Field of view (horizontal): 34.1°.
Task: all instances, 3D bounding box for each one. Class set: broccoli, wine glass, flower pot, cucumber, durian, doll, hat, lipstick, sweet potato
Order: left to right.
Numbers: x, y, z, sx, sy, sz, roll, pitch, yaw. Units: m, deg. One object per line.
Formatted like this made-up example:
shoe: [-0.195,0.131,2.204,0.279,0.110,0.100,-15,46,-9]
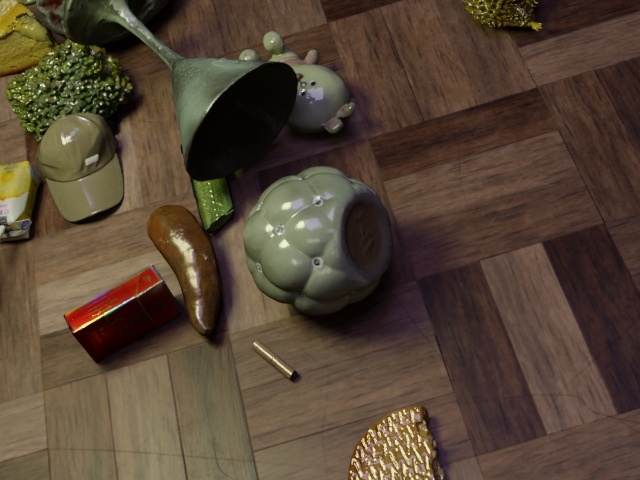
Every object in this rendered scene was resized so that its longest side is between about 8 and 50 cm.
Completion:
broccoli: [-0.517,-0.330,2.093,0.242,0.180,0.273,-26,54,-5]
hat: [-0.459,-0.141,1.986,0.166,0.144,0.173,-23,42,-6]
wine glass: [-0.270,-0.332,1.910,0.267,0.267,0.406,-42,71,-16]
sweet potato: [-0.229,0.038,1.828,0.097,0.097,0.292,-25,54,-5]
cucumber: [-0.206,-0.103,1.950,0.070,0.046,0.220,-18,55,-3]
lipstick: [-0.077,0.198,1.726,0.094,0.019,0.019,36,70,31]
doll: [-0.032,-0.292,2.006,0.155,0.113,0.275,-45,64,-6]
flower pot: [0.000,0.000,1.712,0.195,0.246,0.246,-6,50,40]
durian: [0.362,-0.475,2.045,0.146,0.102,0.208,-28,58,-14]

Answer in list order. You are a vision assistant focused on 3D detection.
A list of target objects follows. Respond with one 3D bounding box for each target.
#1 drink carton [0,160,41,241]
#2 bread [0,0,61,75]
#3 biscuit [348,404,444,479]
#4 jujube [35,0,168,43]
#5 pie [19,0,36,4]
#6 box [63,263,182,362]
drink carton: [-0.588,-0.053,1.983,0.084,0.074,0.200,-5,56,10]
bread: [-0.640,-0.422,2.211,0.160,0.140,0.169,22,67,38]
biscuit: [0.113,0.362,1.560,0.144,0.033,0.224,-13,54,7]
jujube: [-0.455,-0.544,2.205,0.308,0.215,0.246,-36,78,-23]
pie: [-0.664,-0.575,2.398,0.085,0.017,0.085,-6,55,8]
box: [-0.334,0.127,1.779,0.175,0.112,0.048,-31,55,-7]
